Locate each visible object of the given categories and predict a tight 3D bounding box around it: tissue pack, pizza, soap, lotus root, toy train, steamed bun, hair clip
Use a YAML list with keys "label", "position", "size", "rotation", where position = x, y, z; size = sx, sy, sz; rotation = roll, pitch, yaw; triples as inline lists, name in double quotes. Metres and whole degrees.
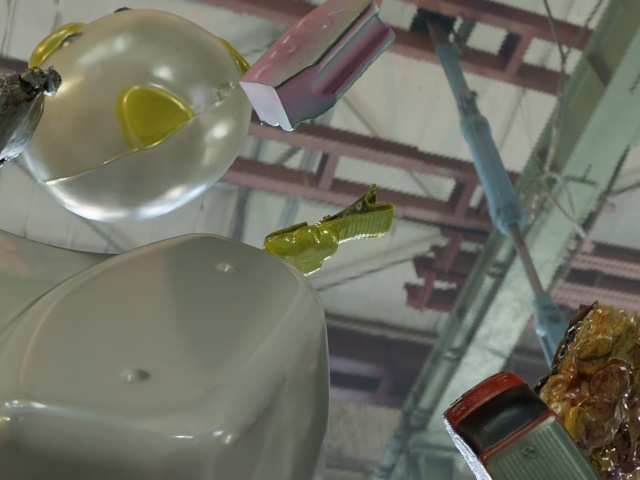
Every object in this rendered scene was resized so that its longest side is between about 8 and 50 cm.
- label: "tissue pack"
  position: [-0.173, 0.107, 0.466]
  size: [0.333, 0.229, 0.236]
  rotation: [14, -68, 10]
- label: "pizza"
  position: [0.387, 0.217, 1.387]
  size: [0.409, 0.114, 0.277]
  rotation: [-3, -77, -45]
- label: "soap"
  position: [-0.009, -0.182, 1.077]
  size: [0.149, 0.100, 0.056]
  rotation: [-48, -55, -13]
- label: "lotus root"
  position: [-0.383, -0.152, 1.272]
  size: [0.088, 0.088, 0.165]
  rotation: [36, -69, -29]
- label: "toy train"
  position: [0.247, 0.295, 0.885]
  size: [0.086, 0.409, 0.089]
  rotation: [-31, -11, -8]
- label: "steamed bun"
  position: [-0.275, -0.189, 1.584]
  size: [0.334, 0.374, 0.333]
  rotation: [11, -57, 17]
- label: "hair clip"
  position: [0.000, 0.000, 1.125]
  size: [0.173, 0.046, 0.072]
  rotation: [-24, -35, -28]
